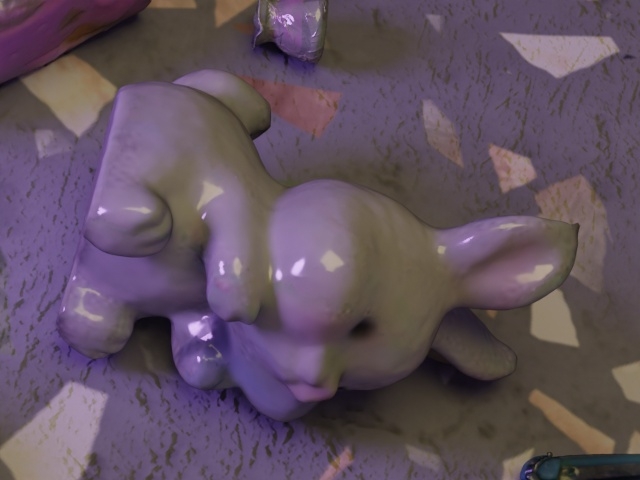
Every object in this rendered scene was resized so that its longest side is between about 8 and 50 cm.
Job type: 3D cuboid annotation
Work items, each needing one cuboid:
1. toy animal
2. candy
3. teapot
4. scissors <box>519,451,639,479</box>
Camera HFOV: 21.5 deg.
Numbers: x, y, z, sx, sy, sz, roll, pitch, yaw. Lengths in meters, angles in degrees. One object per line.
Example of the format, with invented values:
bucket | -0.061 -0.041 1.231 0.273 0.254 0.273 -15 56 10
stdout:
toy animal | -0.006 0.006 1.269 0.367 0.196 0.241 23 53 0
candy | -0.277 -0.214 1.375 0.265 0.116 0.155 -29 68 -32
teapot | -0.028 -0.193 1.476 0.064 0.064 0.083 6 24 -5
scissors | 0.342 0.203 1.347 0.393 0.032 0.180 4 57 -16
